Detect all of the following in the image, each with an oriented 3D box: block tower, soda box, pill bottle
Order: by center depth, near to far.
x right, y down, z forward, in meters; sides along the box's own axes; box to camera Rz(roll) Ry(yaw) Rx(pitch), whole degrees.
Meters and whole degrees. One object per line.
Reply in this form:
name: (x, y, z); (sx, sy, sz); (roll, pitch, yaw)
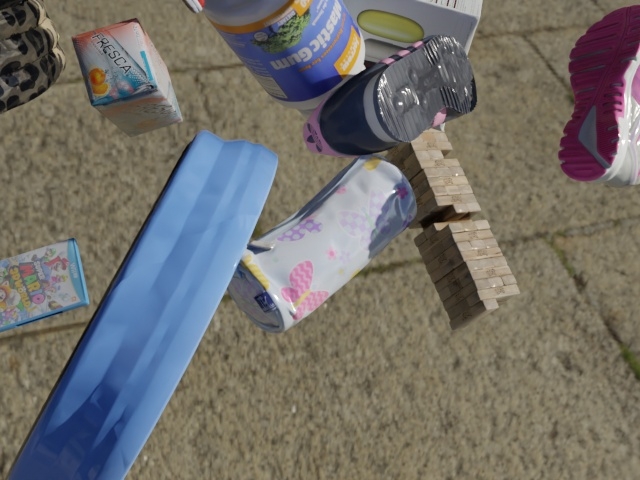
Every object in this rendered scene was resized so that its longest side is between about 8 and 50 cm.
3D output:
soda box: (-0.168, -0.141, 0.825); (0.058, 0.183, 0.063); (-17, 89, -2)
pill bottle: (-0.032, -0.267, 1.198); (0.152, 0.272, 0.152); (-12, 59, 21)
block tower: (0.208, -0.026, 1.503); (0.097, 0.091, 0.335); (-6, 66, -35)

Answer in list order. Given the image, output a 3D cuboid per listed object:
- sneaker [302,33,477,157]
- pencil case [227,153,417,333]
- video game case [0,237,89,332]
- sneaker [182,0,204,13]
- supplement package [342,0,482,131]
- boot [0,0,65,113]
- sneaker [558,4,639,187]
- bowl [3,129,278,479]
sneaker: (0.090, -0.176, 1.118); (0.131, 0.112, 0.319); (-15, 8, 33)
pencil case: (0.000, 0.000, 1.180); (0.273, 0.113, 0.124); (-38, 101, -26)
video game case: (-0.468, 0.074, 1.495); (0.166, 0.015, 0.119); (-17, 68, 0)
sneaker: (-0.105, -0.246, 0.728); (0.067, 0.118, 0.042); (-28, 19, -3)
supplement package: (0.120, -0.304, 1.391); (0.203, 0.194, 0.149); (16, 36, 3)
boot: (-0.271, -0.246, 0.619); (0.138, 0.284, 0.377); (-18, 24, -14)
sneaker: (0.378, -0.176, 1.168); (0.103, 0.111, 0.252); (3, 73, 48)
bowl: (-0.164, 0.075, 0.816); (0.077, 0.391, 0.391); (29, 45, -10)
